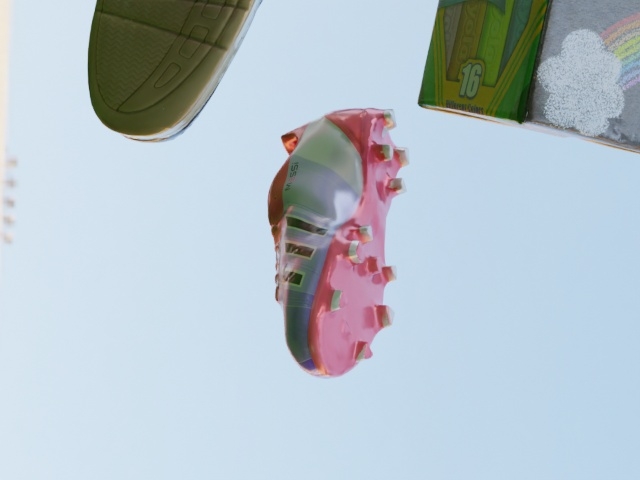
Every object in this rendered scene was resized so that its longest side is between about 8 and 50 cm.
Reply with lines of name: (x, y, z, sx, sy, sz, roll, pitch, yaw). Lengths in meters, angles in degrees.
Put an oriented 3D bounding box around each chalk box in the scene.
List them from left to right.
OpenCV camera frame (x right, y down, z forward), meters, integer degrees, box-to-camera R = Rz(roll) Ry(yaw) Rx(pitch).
chalk box: (0.166, -0.172, 0.878, 0.132, 0.132, 0.213, 22, -79, 63)

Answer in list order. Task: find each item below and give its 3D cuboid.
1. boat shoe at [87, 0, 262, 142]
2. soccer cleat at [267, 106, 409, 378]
boat shoe: (-0.065, -0.184, 0.873, 0.103, 0.092, 0.285, 8, -107, 16)
soccer cleat: (0.000, 0.000, 0.922, 0.095, 0.083, 0.248, -9, -140, 21)
